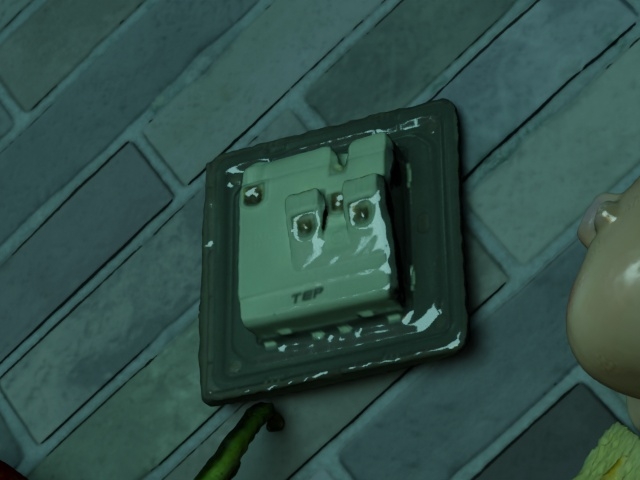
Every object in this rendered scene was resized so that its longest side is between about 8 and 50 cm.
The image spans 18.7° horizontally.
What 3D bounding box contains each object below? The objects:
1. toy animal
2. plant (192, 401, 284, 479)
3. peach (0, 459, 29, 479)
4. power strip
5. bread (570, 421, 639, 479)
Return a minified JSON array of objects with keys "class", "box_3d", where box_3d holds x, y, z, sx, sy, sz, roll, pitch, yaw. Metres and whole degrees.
[{"class":"toy animal","box_3d":[0.340,0.059,1.437,0.326,0.269,0.237,30,86,-1]},{"class":"plant","box_3d":[-0.166,0.262,1.576,0.180,0.251,0.333,16,82,6]},{"class":"peach","box_3d":[-0.336,0.295,1.684,0.243,0.199,0.243,-7,70,19]},{"class":"power strip","box_3d":[-0.001,0.001,1.690,0.257,0.092,0.251,-13,66,21]},{"class":"bread","box_3d":[0.280,0.405,1.441,0.405,0.242,0.345,41,88,-1]}]
